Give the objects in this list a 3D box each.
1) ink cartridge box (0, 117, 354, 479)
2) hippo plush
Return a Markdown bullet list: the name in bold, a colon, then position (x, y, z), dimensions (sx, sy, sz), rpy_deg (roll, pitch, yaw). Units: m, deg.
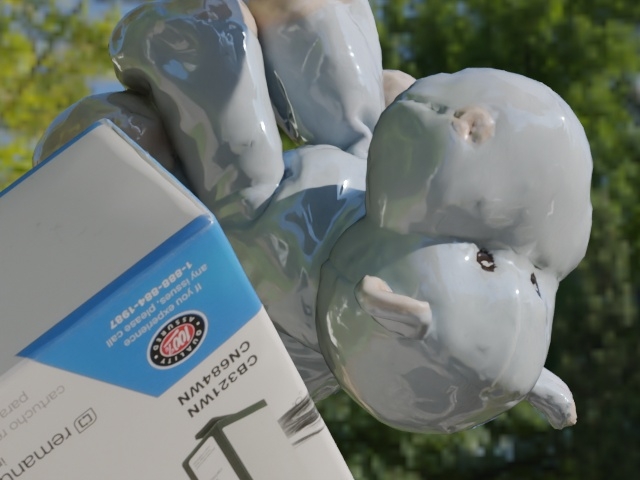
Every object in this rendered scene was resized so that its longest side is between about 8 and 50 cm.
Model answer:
- **ink cartridge box**: position (-0.077, 0.084, 0.686), dimensions (0.086, 0.148, 0.203), rpy_deg (38, -18, 45)
- **hippo plush**: position (0.000, 0.000, 0.944), dimensions (0.234, 0.294, 0.236), rpy_deg (28, -8, -31)
